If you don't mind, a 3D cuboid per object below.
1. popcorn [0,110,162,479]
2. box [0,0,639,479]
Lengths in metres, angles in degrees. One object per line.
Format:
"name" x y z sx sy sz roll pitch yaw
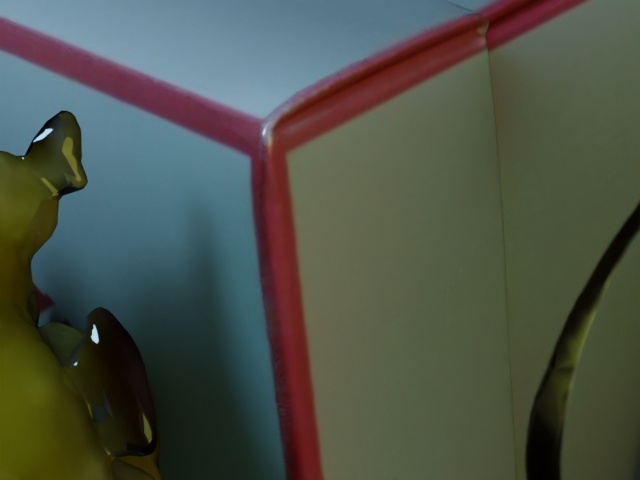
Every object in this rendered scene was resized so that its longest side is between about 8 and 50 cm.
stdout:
"popcorn" -0.121 0.086 0.351 0.190 0.191 0.253 60 34 -3
"box" 0.000 0.000 0.610 0.300 0.312 0.314 -29 128 -34
